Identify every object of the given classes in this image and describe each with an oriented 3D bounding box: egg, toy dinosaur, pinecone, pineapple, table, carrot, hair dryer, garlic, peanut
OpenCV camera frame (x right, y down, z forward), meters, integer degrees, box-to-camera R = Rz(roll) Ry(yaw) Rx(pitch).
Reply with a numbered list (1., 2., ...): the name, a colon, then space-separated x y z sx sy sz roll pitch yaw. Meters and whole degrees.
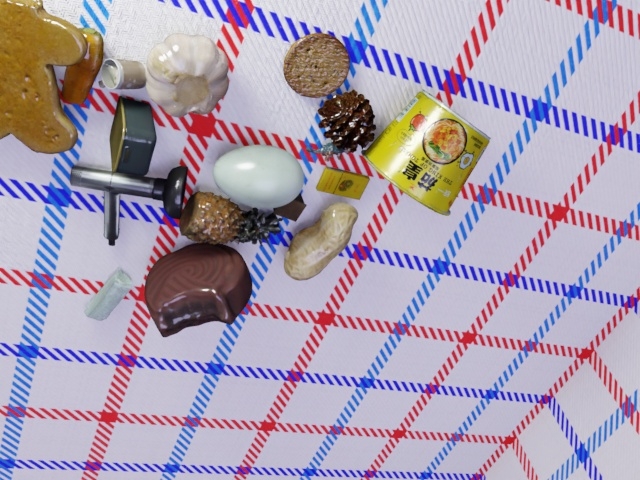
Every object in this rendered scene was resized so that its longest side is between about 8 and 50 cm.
1. egg: -0.178 -0.185 1.851 0.264 0.183 0.183 4 128 -11
2. toy dinosaur: 0.029 -0.270 1.926 0.154 0.049 0.055 -4 132 -20
3. pinecone: 0.085 -0.327 1.822 0.163 0.163 0.165 -30 128 9
4. pineapple: -0.255 -0.046 1.974 0.340 0.169 0.169 14 124 -33
5. table: -0.102 -0.120 1.992 0.083 0.082 0.070 19 121 -29
6. carrot: -0.591 -0.432 1.596 0.087 0.087 0.193 10 125 -23
7. hair dryer: -0.545 -0.114 1.892 0.320 0.156 0.284 4 149 -2
8. garlic: -0.338 -0.426 1.626 0.227 0.152 0.228 -21 142 -17
9. peanut: 0.000 0.000 2.088 0.153 0.140 0.325 33 113 -16

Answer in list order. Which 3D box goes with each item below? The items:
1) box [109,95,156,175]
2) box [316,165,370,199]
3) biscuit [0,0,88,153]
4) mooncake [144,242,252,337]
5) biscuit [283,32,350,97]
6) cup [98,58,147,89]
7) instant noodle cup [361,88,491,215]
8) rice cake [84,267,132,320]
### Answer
1. box: -0.492 -0.272 1.681 0.090 0.201 0.144 8 125 -26
2. box: 0.072 -0.181 2.032 0.155 0.023 0.087 11 122 -23
3. biscuit: -0.738 -0.403 1.555 0.368 0.076 0.394 8 126 -3
4. mooncake: -0.392 0.150 1.991 0.325 0.334 0.174 12 136 27
5. biscuit: -0.011 -0.479 1.757 0.187 0.027 0.188 -7 131 -8
6. cup: -0.498 -0.409 1.626 0.099 0.074 0.102 -17 154 -54
7. instant noodle cup: 0.318 -0.264 1.861 0.325 0.325 0.254 26 108 -32
8. rice cake: -0.688 0.184 2.092 0.069 0.063 0.206 31 115 -36
